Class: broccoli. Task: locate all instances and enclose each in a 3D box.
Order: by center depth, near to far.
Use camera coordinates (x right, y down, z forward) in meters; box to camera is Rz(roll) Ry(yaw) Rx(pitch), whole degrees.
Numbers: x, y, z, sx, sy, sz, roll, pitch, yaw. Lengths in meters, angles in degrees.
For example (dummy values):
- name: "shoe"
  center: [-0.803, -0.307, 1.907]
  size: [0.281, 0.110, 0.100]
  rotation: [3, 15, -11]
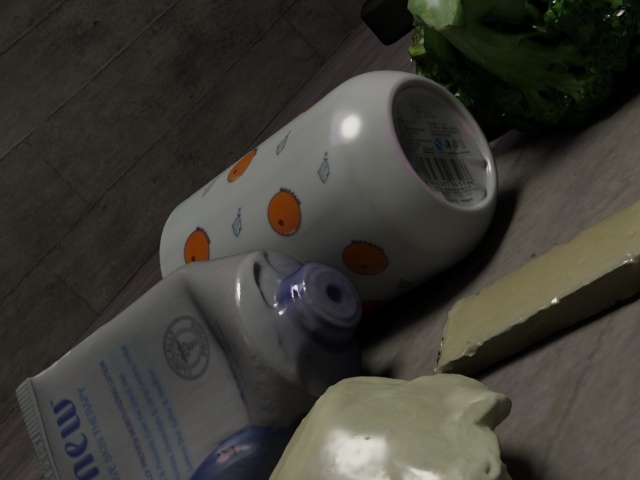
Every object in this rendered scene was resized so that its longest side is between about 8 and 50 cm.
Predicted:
- name: "broccoli"
  center: [0.199, -0.252, 1.025]
  size: [0.275, 0.307, 0.308]
  rotation: [0, -28, -47]

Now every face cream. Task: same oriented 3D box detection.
- name: "face cream"
  center: [-0.128, 0.151, 0.963]
  size: [0.420, 0.234, 0.137]
  rotation: [-37, -18, 30]

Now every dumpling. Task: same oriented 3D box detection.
- name: "dumpling"
  center: [0.042, 0.140, 0.572]
  size: [0.162, 0.132, 0.250]
  rotation: [-55, -2, -7]

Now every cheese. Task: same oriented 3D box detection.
- name: "cheese"
  center: [0.226, -0.006, 0.677]
  size: [0.400, 0.034, 0.085]
  rotation: [-35, 14, 39]

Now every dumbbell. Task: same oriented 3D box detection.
- name: "dumbbell"
  center: [0.171, -0.245, 1.241]
  size: [0.152, 0.218, 0.152]
  rotation: [-42, 12, 11]

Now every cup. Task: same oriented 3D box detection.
- name: "cup"
  center: [0.013, -0.021, 1.032]
  size: [0.317, 0.212, 0.212]
  rotation: [-32, 17, 40]
